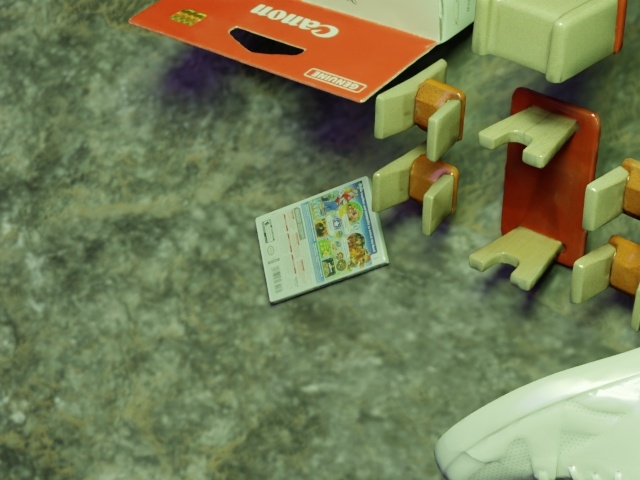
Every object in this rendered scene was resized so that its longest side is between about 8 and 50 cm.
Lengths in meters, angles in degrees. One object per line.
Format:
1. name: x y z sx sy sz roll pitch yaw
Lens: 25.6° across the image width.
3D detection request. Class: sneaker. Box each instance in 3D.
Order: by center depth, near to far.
1. sneaker: 0.235 0.182 1.081 0.292 0.108 0.169 -23 63 19

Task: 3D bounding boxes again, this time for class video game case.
1. video game case: 0.000 0.000 1.313 0.122 0.011 0.087 -20 67 22

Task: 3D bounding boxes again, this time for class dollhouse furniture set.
1. dollhouse furniture set: 0.188 -0.094 1.138 0.262 0.135 0.259 26 132 31

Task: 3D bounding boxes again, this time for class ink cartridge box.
1. ink cartridge box: -0.001 -0.235 1.271 0.275 0.060 0.239 22 43 31
